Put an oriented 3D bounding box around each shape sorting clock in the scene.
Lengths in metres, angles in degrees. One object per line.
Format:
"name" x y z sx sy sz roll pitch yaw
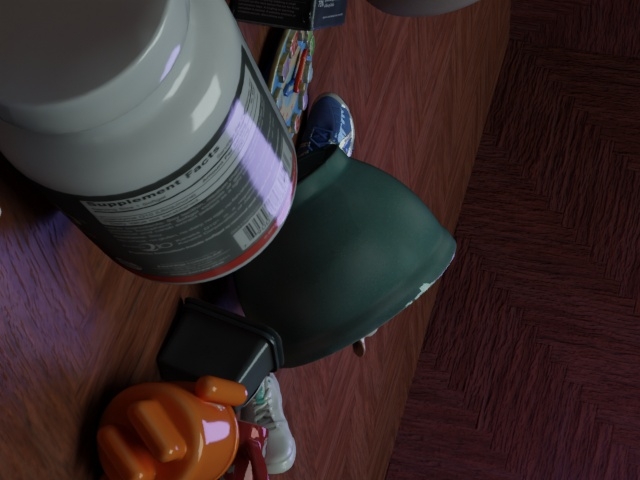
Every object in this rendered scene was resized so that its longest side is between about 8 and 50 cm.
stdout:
"shape sorting clock" -0.041 -0.214 1.751 0.206 0.040 0.206 11 90 -76

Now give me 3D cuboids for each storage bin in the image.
"storage bin" -0.125 0.145 1.524 0.091 0.135 0.098 -56 157 -33

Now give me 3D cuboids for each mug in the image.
"mug" -0.112 0.327 1.676 0.113 0.150 0.169 42 55 -59

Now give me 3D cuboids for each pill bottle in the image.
"pill bottle" -0.151 -0.111 1.030 0.363 0.210 0.210 62 41 -68

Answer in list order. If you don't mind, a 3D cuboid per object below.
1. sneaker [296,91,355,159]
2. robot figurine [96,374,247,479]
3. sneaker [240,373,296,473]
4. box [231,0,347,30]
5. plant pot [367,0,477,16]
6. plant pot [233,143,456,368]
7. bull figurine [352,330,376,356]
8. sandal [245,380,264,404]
"sneaker" 0.002 -0.118 1.914 0.081 0.080 0.211 -23 122 -77
"robot figurine" -0.163 0.217 1.398 0.219 0.128 0.158 21 82 -75
"sneaker" -0.085 0.242 1.799 0.212 0.080 0.094 -108 -169 -59
"box" -0.027 -0.367 1.546 0.153 0.108 0.207 -35 134 -70
"plant pot" 0.147 -0.453 1.942 0.191 0.284 0.284 -44 -164 45
"plant pot" 0.000 0.000 1.639 0.196 0.293 0.293 56 29 -13
"bull figurine" 0.024 0.062 1.913 0.310 0.188 0.101 -56 153 -58
"sandal" -0.113 0.178 1.686 0.265 0.076 0.102 -15 115 -75
